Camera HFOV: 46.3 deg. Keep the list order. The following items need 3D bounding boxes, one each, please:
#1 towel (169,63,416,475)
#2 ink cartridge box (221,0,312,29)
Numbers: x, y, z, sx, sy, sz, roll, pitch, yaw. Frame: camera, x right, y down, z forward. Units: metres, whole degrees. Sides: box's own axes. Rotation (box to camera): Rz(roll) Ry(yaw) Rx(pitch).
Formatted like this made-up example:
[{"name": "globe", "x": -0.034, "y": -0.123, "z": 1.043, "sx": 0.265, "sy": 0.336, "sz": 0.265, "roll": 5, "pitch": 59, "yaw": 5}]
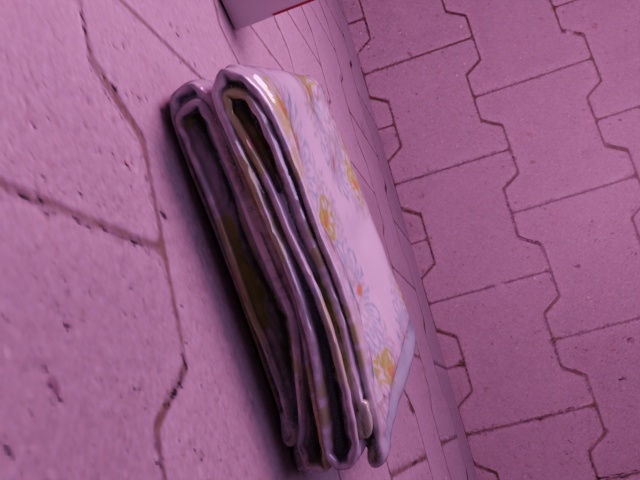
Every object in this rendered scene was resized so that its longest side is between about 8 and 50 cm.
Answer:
[{"name": "towel", "x": 0.000, "y": 0.000, "z": 0.695, "sx": 0.374, "sy": 0.090, "sz": 0.320, "roll": -49, "pitch": 121, "yaw": -77}, {"name": "ink cartridge box", "x": -0.058, "y": -0.301, "z": 0.834, "sx": 0.135, "sy": 0.099, "sz": 0.056, "roll": -92, "pitch": 161, "yaw": -51}]
